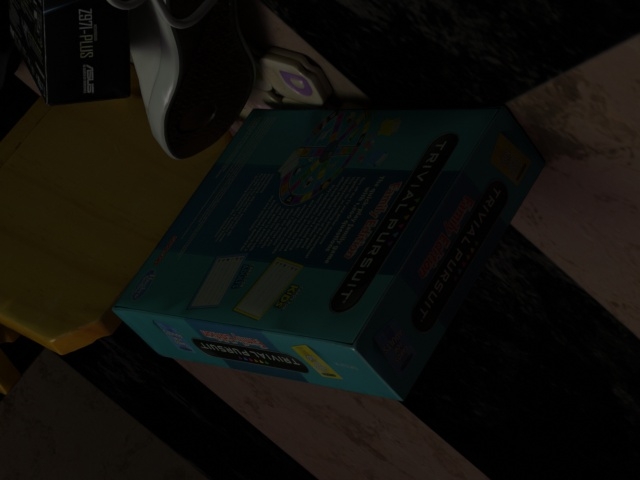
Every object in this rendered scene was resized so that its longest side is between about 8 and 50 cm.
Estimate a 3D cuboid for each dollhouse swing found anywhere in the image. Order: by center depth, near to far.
[{"bbox_3d":[-0.240,0.017,1.778,0.305,0.347,0.315,27,158,26],"label":"dollhouse swing"}]

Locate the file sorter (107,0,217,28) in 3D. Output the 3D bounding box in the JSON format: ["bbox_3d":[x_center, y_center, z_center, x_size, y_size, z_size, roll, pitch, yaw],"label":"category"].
[{"bbox_3d":[-0.180,-0.301,1.214,0.277,0.173,0.193,24,157,32],"label":"file sorter"}]

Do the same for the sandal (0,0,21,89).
[{"bbox_3d":[-0.409,-0.256,1.809,0.167,0.107,0.446,37,160,2],"label":"sandal"}]

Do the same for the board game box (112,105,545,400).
[{"bbox_3d":[0.000,0.000,1.417,0.336,0.254,0.079,6,145,49],"label":"board game box"}]

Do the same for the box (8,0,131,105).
[{"bbox_3d":[-0.227,-0.223,1.426,0.180,0.077,0.147,-128,35,-56],"label":"box"}]

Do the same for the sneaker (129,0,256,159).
[{"bbox_3d":[-0.132,-0.198,1.480,0.123,0.106,0.290,52,156,27],"label":"sneaker"}]

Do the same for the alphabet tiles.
[{"bbox_3d":[-0.007,-0.095,1.608,0.278,0.021,0.284,21,154,39],"label":"alphabet tiles"}]
